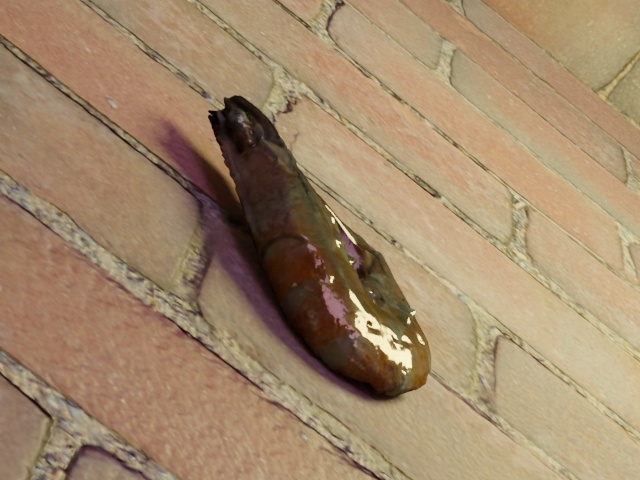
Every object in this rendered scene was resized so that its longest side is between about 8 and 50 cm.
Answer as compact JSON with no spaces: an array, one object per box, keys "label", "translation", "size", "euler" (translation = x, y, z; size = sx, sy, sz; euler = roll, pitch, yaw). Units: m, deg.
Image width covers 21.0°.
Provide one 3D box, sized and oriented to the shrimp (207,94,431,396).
[{"label":"shrimp","translation":[0.000,0.000,1.403],"size":[0.164,0.062,0.317],"euler":[22,31,-51]}]
